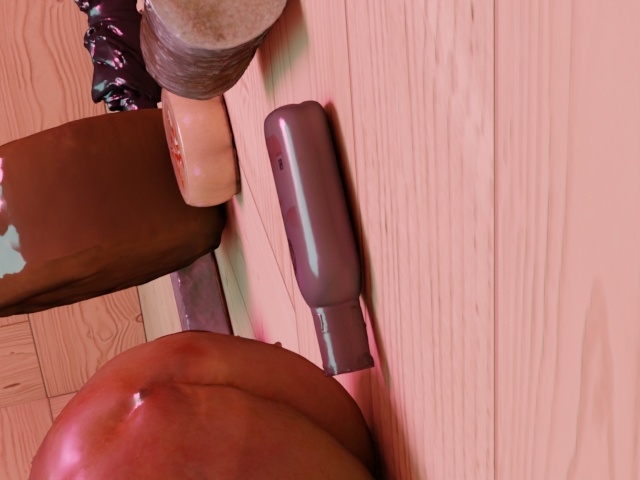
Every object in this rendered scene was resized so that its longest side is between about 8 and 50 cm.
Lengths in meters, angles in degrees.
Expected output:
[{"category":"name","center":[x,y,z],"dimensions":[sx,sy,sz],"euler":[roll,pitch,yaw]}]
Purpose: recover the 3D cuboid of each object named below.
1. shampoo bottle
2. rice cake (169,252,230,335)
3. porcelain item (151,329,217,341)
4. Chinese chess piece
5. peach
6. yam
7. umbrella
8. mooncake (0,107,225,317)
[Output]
[{"category":"shampoo bottle","center":[0.000,0.000,1.102],"dimensions":[0.080,0.040,0.165],"euler":[153,106,-80]},{"category":"rice cake","center":[-0.120,0.144,2.033],"dimensions":[0.072,0.056,0.365],"euler":[137,121,-74]},{"category":"porcelain item","center":[-0.146,0.212,1.730],"dimensions":[0.253,0.253,0.253],"euler":[168,90,-81]},{"category":"Chinese chess piece","center":[-0.111,-0.091,1.660],"dimensions":[0.122,0.051,0.122],"euler":[168,90,-81]},{"category":"peach","center":[-0.073,0.201,1.161],"dimensions":[0.292,0.247,0.292],"euler":[61,-170,-19]},{"category":"yam","center":[-0.077,-0.153,1.228],"dimensions":[0.259,0.093,0.093],"euler":[153,105,-82]},{"category":"umbrella","center":[-0.231,-0.244,2.081],"dimensions":[0.122,0.110,0.272],"euler":[108,144,-73]},{"category":"mooncake","center":[-0.233,-0.022,1.812],"dimensions":[0.284,0.284,0.155],"euler":[134,118,-80]}]
